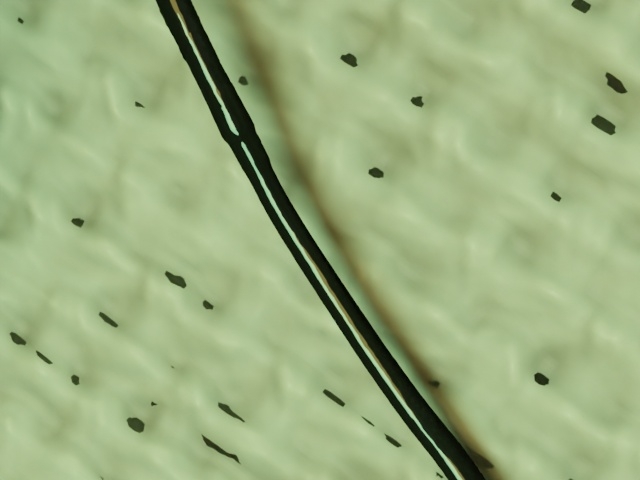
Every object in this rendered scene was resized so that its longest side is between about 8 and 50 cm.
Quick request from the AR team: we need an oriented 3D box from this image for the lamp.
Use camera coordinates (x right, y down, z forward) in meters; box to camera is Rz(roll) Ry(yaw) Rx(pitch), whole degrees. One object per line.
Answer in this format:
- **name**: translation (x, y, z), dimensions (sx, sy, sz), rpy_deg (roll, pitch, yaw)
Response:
- **lamp**: translation (-0.017, 0.005, 0.547), dimensions (0.130, 0.108, 0.371), rpy_deg (-20, 93, 29)
